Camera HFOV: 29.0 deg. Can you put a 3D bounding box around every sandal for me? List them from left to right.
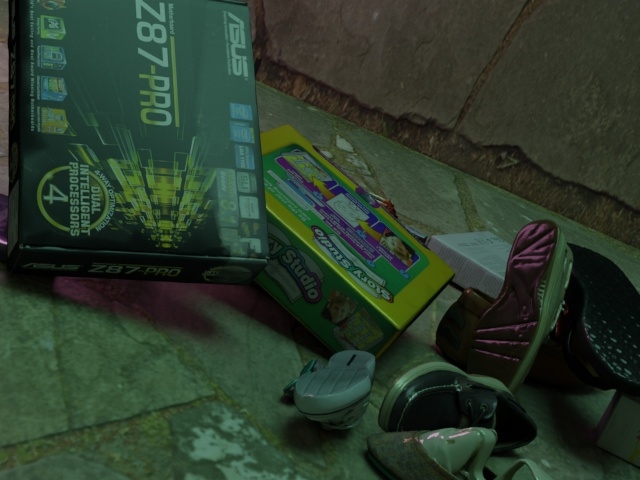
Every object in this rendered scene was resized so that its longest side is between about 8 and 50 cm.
[{"bbox_3d":[0.436,0.142,1.897,0.167,0.107,0.446,21,21,-7],"label":"sandal"}]

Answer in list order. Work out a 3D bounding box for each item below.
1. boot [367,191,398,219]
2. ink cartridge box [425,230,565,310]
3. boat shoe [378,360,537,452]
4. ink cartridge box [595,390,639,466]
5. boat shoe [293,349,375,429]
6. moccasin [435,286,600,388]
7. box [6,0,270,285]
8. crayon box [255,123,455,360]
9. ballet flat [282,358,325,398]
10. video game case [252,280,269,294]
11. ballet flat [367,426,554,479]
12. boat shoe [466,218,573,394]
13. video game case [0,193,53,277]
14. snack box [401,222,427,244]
[{"bbox_3d":[0.135,-0.034,2.450,0.158,0.085,0.059,31,14,21],"label":"boot"},{"bbox_3d":[0.398,0.089,2.464,0.330,0.071,0.324,34,16,23],"label":"ink cartridge box"},{"bbox_3d":[0.183,0.220,1.565,0.092,0.103,0.285,29,8,38],"label":"boat shoe"},{"bbox_3d":[0.495,0.288,1.848,0.143,0.090,0.092,26,14,8],"label":"ink cartridge box"},{"bbox_3d":[0.027,0.189,1.465,0.083,0.076,0.226,1,7,18],"label":"boat shoe"},{"bbox_3d":[0.355,0.146,2.018,0.380,0.147,0.139,16,16,-31],"label":"moccasin"},{"bbox_3d":[-0.240,-0.143,1.601,0.318,0.097,0.395,6,66,-24],"label":"box"},{"bbox_3d":[0.000,0.000,1.824,0.363,0.106,0.313,42,24,7],"label":"crayon box"},{"bbox_3d":[-0.013,0.178,1.530,0.041,0.041,0.114,26,15,8],"label":"ballet flat"},{"bbox_3d":[-0.099,-0.002,1.988,0.269,0.061,0.244,31,16,25],"label":"video game case"},{"bbox_3d":[0.187,0.271,1.367,0.316,0.106,0.107,33,17,33],"label":"ballet flat"},{"bbox_3d":[0.310,0.118,1.854,0.109,0.302,0.098,0,-32,41],"label":"boat shoe"},{"bbox_3d":[-0.465,-0.038,1.599,0.274,0.026,0.196,21,14,-14],"label":"video game case"},{"bbox_3d":[0.106,0.007,2.211,0.141,0.100,0.037,27,13,13],"label":"snack box"}]
